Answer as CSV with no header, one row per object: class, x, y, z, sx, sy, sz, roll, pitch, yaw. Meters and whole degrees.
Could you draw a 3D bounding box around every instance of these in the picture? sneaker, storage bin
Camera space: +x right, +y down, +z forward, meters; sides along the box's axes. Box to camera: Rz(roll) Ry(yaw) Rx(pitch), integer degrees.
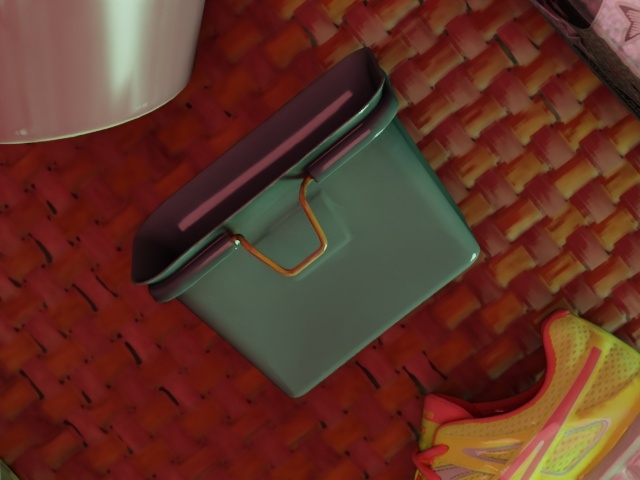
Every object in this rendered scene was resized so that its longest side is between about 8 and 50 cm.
sneaker,0.067,0.114,0.710,0.208,0.081,0.094,-45,91,3
storage bin,0.000,0.000,0.677,0.135,0.098,0.091,-39,109,9

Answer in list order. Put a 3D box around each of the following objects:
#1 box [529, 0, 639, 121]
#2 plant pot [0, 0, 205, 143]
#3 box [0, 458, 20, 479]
box,0.145,-0.146,0.611,0.163,0.142,0.247,-42,98,9
plant pot,-0.118,-0.144,0.603,0.201,0.201,0.180,-1,118,2
box,-0.206,0.119,0.685,0.091,0.130,0.170,-40,99,10
